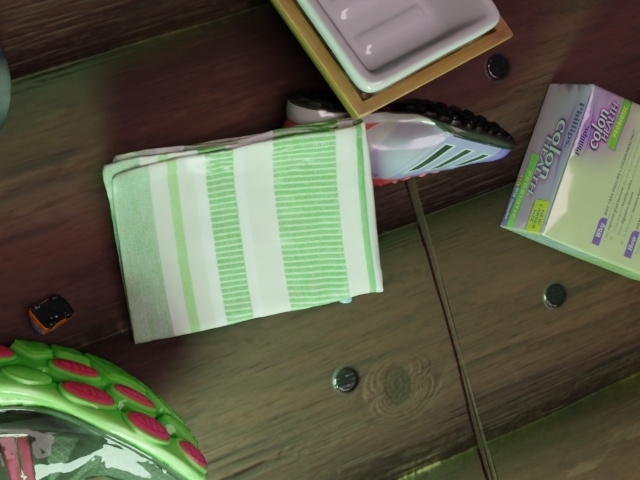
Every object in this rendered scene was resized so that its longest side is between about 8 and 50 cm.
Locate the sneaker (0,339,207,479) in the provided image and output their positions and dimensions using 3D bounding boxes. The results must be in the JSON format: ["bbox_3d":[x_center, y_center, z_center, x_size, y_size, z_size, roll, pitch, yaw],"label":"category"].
[{"bbox_3d":[-0.367,0.232,1.688,0.483,0.185,0.202,14,108,-20],"label":"sneaker"}]

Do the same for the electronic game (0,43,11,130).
[{"bbox_3d":[-0.470,-0.177,1.645,0.229,0.048,0.229,-3,98,-23],"label":"electronic game"}]

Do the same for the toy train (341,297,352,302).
[{"bbox_3d":[0.000,0.000,1.852,0.125,0.046,0.166,-7,112,-16],"label":"toy train"}]

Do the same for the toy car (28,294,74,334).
[{"bbox_3d":[-0.360,0.072,1.734,0.122,0.060,0.040,35,126,-5],"label":"toy car"}]

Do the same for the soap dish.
[{"bbox_3d":[0.058,-0.303,1.757,0.229,0.118,0.291,-30,77,-18],"label":"soap dish"}]

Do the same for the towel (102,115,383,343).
[{"bbox_3d":[-0.089,-0.014,1.772,0.325,0.038,0.248,-11,112,-10],"label":"towel"}]

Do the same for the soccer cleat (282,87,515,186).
[{"bbox_3d":[0.099,-0.120,1.864,0.318,0.108,0.116,4,110,-22],"label":"soccer cleat"}]

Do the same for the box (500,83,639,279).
[{"bbox_3d":[0.405,-0.074,1.976,0.243,0.117,0.213,20,88,-24],"label":"box"}]
